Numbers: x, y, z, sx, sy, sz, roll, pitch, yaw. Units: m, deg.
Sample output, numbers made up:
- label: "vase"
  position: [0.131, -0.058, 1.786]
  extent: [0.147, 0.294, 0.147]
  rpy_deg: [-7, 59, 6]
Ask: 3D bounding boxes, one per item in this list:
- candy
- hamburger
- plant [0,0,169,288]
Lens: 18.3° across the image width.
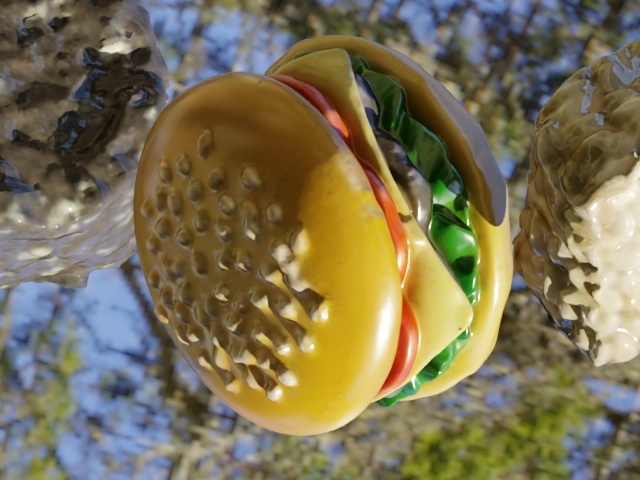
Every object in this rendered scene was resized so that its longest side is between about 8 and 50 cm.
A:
- label: "candy"
  position: [0.118, -0.014, 0.702]
  extent: [0.095, 0.110, 0.085]
  rpy_deg: [-24, -132, -14]
- label: "hamburger"
  position: [0.000, 0.000, 0.792]
  extent: [0.162, 0.115, 0.162]
  rpy_deg: [25, -55, 41]
- label: "plant"
  position: [-0.237, -0.059, 1.436]
  extent: [0.312, 0.215, 0.213]
  rpy_deg: [-45, -122, 60]
